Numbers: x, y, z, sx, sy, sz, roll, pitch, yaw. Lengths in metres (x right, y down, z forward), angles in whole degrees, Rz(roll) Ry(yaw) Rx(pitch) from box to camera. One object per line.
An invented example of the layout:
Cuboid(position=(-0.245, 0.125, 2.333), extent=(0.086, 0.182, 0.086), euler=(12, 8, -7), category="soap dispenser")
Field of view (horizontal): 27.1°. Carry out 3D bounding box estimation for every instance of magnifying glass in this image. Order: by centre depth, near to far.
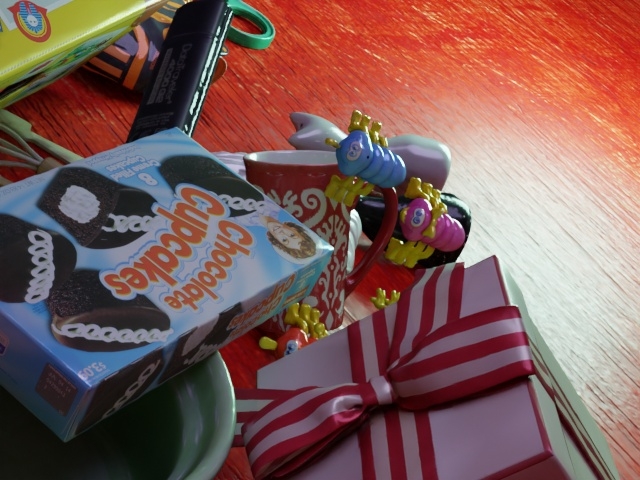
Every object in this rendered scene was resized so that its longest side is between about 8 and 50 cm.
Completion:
Cuboid(position=(-0.149, -0.348, 1.899), extent=(0.092, 0.026, 0.231), euler=(-10, 46, -46), category="magnifying glass")

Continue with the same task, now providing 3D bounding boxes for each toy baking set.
Cuboid(position=(-0.273, -0.061, 1.367), extent=(0.196, 0.030, 0.256), euler=(14, 33, -21), category="toy baking set")

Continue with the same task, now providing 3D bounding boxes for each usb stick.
Cuboid(position=(-0.156, -0.175, 1.476), extent=(0.077, 0.045, 0.278), euler=(-7, 43, 20), category="usb stick")

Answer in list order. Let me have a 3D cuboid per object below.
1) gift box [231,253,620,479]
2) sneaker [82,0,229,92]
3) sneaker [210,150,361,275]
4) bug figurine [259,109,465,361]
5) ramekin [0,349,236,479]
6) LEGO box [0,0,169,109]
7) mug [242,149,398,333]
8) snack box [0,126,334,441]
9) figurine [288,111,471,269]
Cuboid(position=(0.083, 0.177, 1.024), extent=(0.258, 0.255, 0.276), euler=(54, 12, -32), category="gift box")
Cuboid(position=(-0.188, -0.269, 1.681), extent=(0.180, 0.125, 0.321), euler=(32, 41, -1), category="sneaker")
Cuboid(position=(-0.059, -0.017, 1.418), extent=(0.232, 0.090, 0.115), euler=(18, 36, -15), category="sneaker")
Cuboid(position=(0.050, 0.028, 1.270), extent=(0.072, 0.279, 0.216), euler=(17, 0, 44), category="bug figurine")
Cuboid(position=(-0.229, 0.138, 0.989), extent=(0.303, 0.148, 0.303), euler=(20, 32, -13), category="ramekin")
Cuboid(position=(-0.423, -0.280, 1.249), extent=(0.372, 0.193, 0.500), euler=(57, 35, -8), category="LEGO box")
Cuboid(position=(-0.004, 0.002, 1.314), extent=(0.150, 0.169, 0.113), euler=(3, 10, 10), category="mug")
Cuboid(position=(-0.148, 0.017, 1.026), extent=(0.187, 0.060, 0.322), euler=(38, 32, 15), category="snack box")
Cuboid(position=(0.057, -0.072, 1.588), extent=(0.209, 0.092, 0.215), euler=(16, 32, -17), category="figurine")
